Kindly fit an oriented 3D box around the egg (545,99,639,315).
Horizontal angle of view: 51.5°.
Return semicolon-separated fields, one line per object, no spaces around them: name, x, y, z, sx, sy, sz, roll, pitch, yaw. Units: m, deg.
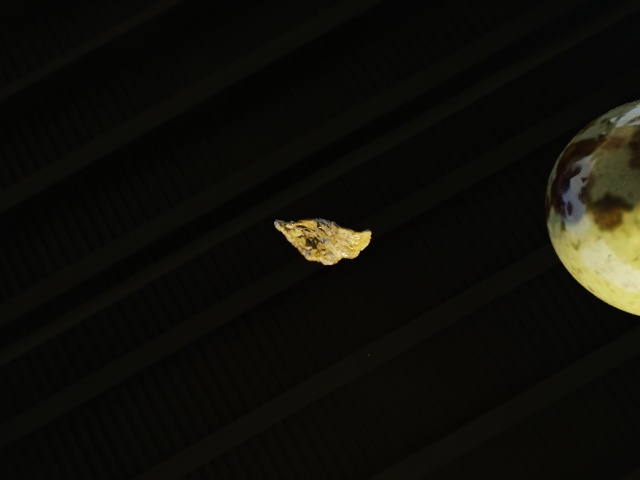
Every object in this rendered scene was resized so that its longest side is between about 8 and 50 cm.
egg;0.282;-0.021;0.519;0.231;0.169;0.169;10;-101;-29

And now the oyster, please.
oyster;0.000;0.000;0.574;0.081;0.083;0.038;15;-94;-8
